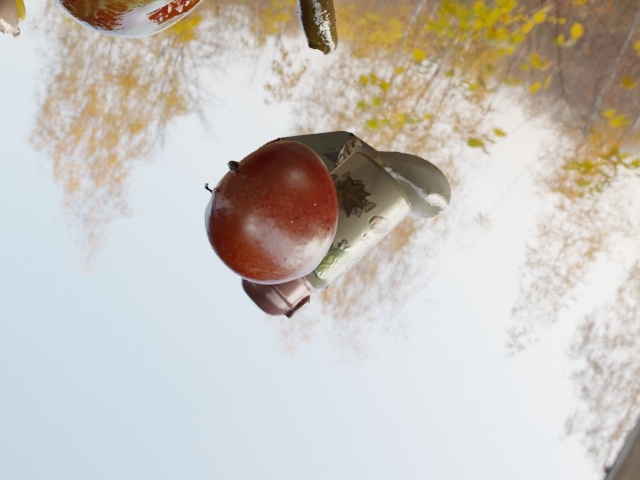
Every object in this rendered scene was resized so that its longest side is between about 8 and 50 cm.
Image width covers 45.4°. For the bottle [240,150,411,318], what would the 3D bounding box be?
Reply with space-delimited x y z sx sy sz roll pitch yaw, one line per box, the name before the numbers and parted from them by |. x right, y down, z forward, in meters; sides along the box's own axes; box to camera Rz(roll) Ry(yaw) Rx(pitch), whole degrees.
bottle | 0.000 0.000 1.061 0.120 0.253 0.120 45 176 4

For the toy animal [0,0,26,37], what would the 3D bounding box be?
toy animal | -0.466 -0.330 1.076 0.082 0.114 0.091 -12 162 0

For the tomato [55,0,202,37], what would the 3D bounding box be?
tomato | -0.186 -0.354 0.794 0.222 0.270 0.270 51 -168 -13

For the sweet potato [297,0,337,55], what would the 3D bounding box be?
sweet potato | -0.016 -0.465 1.477 0.077 0.243 0.077 -11 -139 9

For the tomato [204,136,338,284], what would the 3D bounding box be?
tomato | -0.052 -0.029 0.869 0.167 0.167 0.167 20 -163 -6

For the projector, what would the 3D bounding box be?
projector | 0.037 -0.128 1.530 0.198 0.108 0.250 40 -148 28

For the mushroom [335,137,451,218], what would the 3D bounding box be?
mushroom | 0.137 -0.115 1.399 0.225 0.116 0.093 25 -152 -32
